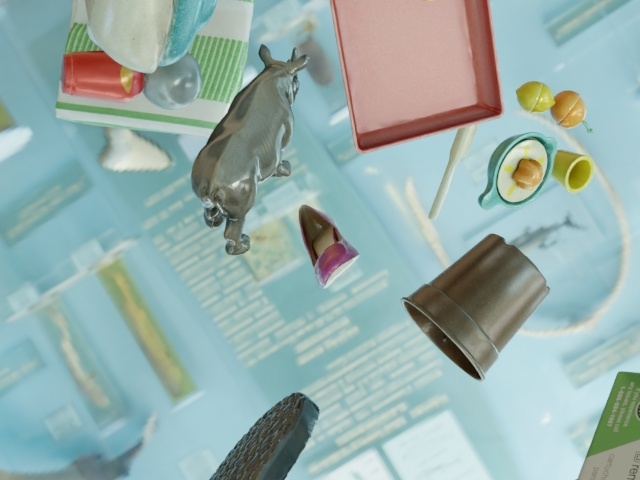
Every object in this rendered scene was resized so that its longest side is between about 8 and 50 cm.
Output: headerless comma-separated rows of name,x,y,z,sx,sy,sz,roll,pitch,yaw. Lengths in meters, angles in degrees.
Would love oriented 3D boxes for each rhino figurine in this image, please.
rhino figurine,-0.062,-0.110,1.199,0.106,0.073,0.243,82,26,-52

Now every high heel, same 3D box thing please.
high heel,0.000,0.000,1.841,0.082,0.117,0.244,-43,-178,13

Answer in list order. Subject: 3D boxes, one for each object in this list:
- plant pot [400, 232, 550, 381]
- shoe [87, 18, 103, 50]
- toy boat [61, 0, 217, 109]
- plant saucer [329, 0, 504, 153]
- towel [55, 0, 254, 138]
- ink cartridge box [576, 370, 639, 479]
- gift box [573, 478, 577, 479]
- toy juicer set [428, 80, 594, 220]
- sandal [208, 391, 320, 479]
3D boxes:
plant pot,0.230,0.087,1.726,0.165,0.167,0.167,-45,179,-7
shoe,-0.195,-0.222,1.359,0.081,0.063,0.178,13,175,12
toy boat,-0.166,-0.248,1.178,0.148,0.267,0.318,1,145,-19
plant saucer,0.132,-0.278,1.719,0.259,0.258,0.048,-16,-165,-23
towel,-0.198,-0.297,1.495,0.248,0.325,0.038,8,180,14
ink cartridge box,0.350,0.218,0.930,0.278,0.117,0.201,0,-138,34
gift box,0.415,0.541,1.837,0.255,0.276,0.258,-39,-143,27
toy juicer set,0.331,-0.151,1.966,0.329,0.209,0.089,-16,-148,-30
sandal,-0.096,0.329,1.010,0.167,0.107,0.446,-36,-159,51
